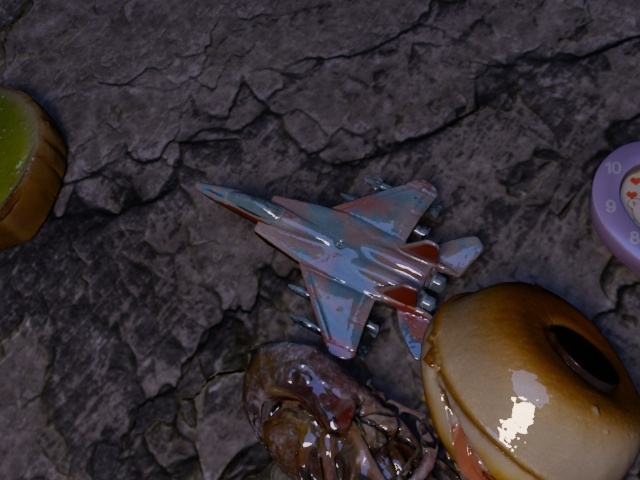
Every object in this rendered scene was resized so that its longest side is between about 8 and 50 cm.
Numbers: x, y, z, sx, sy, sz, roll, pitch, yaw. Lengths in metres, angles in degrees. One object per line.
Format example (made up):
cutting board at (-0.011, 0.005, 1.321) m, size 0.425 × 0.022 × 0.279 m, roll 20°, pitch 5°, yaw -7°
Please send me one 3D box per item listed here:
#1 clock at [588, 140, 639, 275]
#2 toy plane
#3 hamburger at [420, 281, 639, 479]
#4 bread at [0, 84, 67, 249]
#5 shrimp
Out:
clock at (0.381, -0.016, 0.850) m, size 0.198 × 0.064 × 0.172 m, roll 2°, pitch 67°, yaw 13°
toy plane at (0.002, 0.003, 0.906) m, size 0.326 × 0.104 × 0.223 m, roll 21°, pitch 72°, yaw 24°
hamburger at (0.188, 0.139, 0.747) m, size 0.147 × 0.237 × 0.237 m, roll -48°, pitch 60°, yaw 29°
bread at (-0.441, -0.095, 1.060) m, size 0.236 × 0.070 × 0.236 m, roll -4°, pitch 65°, yaw 9°
shrimp at (0.062, 0.215, 0.793) m, size 0.343 × 0.116 × 0.145 m, roll 35°, pitch 102°, yaw 20°
